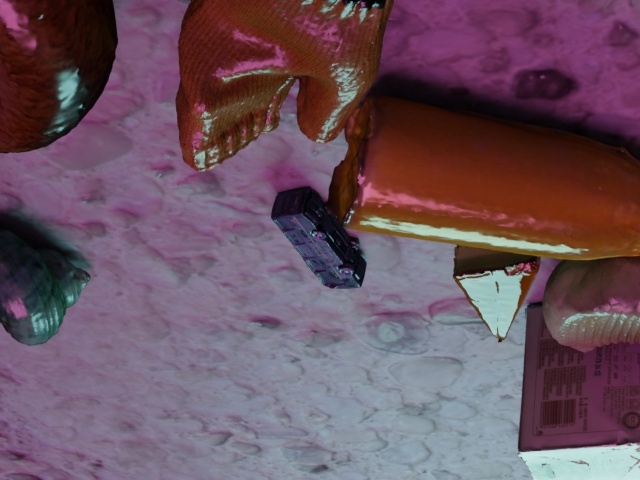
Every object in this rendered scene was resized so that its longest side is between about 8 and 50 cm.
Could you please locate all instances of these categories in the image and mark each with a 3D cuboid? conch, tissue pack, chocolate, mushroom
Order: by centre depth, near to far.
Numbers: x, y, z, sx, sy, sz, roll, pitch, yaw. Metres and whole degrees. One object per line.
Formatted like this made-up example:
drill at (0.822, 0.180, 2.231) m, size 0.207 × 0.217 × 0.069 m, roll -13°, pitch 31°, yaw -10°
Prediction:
mushroom at (-0.377, -0.206, 1.445) m, size 0.334 × 0.356 × 0.331 m, roll 41°, pitch 126°, yaw -8°
chocolate at (0.239, -0.053, 1.689) m, size 0.445 × 0.162 × 0.162 m, roll 10°, pitch 145°, yaw -9°
tissue pack at (0.358, 0.194, 1.923) m, size 0.185 × 0.225 × 0.124 m, roll -6°, pitch 142°, yaw 22°
conch at (-0.412, 0.056, 1.994) m, size 0.202 × 0.134 × 0.196 m, roll 22°, pitch -176°, yaw -27°

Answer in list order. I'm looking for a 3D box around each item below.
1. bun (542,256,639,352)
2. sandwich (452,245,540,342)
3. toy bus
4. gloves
bun at (0.374, 0.064, 1.809) m, size 0.212 × 0.126 × 0.204 m, roll 13°, pitch 160°, yaw -12°
sandwich at (0.248, 0.053, 1.875) m, size 0.113 × 0.079 × 0.163 m, roll -9°, pitch 140°, yaw 26°
toy bus at (0.000, 0.000, 1.889) m, size 0.065 × 0.047 × 0.166 m, roll -6°, pitch 141°, yaw 29°
gloves at (-0.041, -0.199, 1.526) m, size 0.203 × 0.155 × 0.356 m, roll 13°, pitch 140°, yaw -21°
